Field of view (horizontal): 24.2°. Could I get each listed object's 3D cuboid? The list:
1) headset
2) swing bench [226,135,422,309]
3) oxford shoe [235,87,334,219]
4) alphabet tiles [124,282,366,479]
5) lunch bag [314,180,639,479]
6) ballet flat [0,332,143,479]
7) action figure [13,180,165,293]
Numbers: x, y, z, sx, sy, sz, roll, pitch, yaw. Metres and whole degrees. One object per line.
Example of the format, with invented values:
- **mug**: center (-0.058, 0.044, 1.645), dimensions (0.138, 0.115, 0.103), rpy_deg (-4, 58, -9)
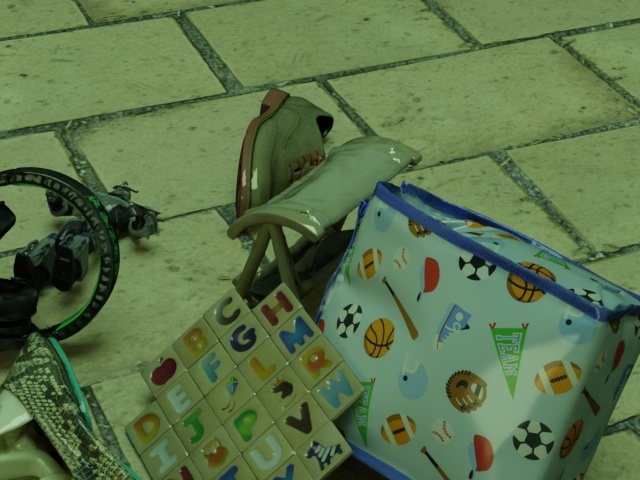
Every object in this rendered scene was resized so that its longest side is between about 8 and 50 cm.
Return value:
- **headset**: center (-0.469, 0.035, 2.069), dimensions (0.394, 0.243, 0.185), rpy_deg (-14, 10, 5)
- **swing bench**: center (0.000, 0.000, 2.109), dimensions (0.165, 0.254, 0.253), rpy_deg (25, 40, 27)
- **oxford shoe**: center (-0.056, -0.141, 2.422), dimensions (0.130, 0.123, 0.348), rpy_deg (13, 37, 4)
- **alphabet tiles**: center (-0.101, 0.212, 1.865), dimensions (0.285, 0.011, 0.342), rpy_deg (-43, 44, 3)
- **lunch bag**: center (0.170, 0.138, 1.841), dimensions (0.385, 0.327, 0.239), rpy_deg (26, 12, 28)
- **ballet flat**: center (-0.307, 0.285, 1.769), dimensions (0.182, 0.164, 0.483), rpy_deg (-20, 45, -26)
- **action figure**: center (-0.345, -0.020, 2.246), dimensions (0.185, 0.099, 0.285), rpy_deg (6, 30, 18)
